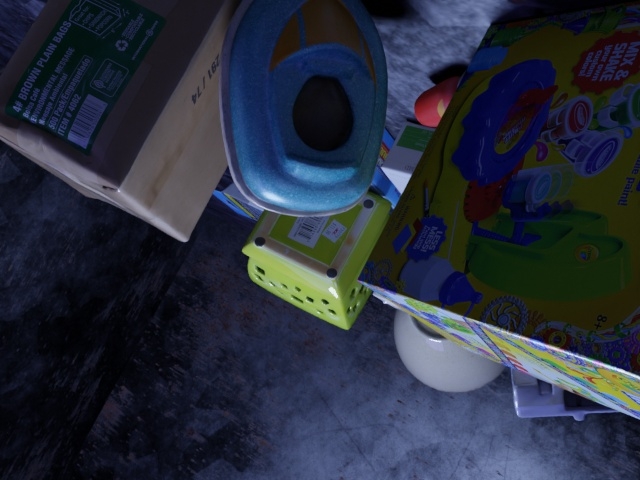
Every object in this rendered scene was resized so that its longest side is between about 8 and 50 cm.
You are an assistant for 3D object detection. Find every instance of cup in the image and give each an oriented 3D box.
[{"bbox_3d":[0.330,0.207,1.581,0.331,0.331,0.237,23,168,27],"label":"cup"}]

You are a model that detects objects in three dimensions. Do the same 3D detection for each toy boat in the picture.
[{"bbox_3d":[0.052,-0.161,0.658,0.319,0.267,0.148,-3,-177,-24],"label":"toy boat"}]

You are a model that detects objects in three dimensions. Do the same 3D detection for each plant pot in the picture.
[{"bbox_3d":[0.000,0.000,1.106,0.227,0.228,0.207,26,166,14],"label":"plant pot"}]

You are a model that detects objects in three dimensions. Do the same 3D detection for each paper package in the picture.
[{"bbox_3d":[-0.188,-0.194,0.733,0.168,0.324,0.309,26,171,5],"label":"paper package"}]

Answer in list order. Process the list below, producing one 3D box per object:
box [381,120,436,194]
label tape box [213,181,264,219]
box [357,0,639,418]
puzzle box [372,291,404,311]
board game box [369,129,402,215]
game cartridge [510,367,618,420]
[{"bbox_3d":[0.166,-0.112,0.927,0.101,0.087,0.102,22,170,34],"label":"box"},{"bbox_3d":[-0.160,-0.112,1.923,0.334,0.105,0.240,24,171,26],"label":"label tape box"},{"bbox_3d":[0.234,-0.028,0.520,0.177,0.289,0.279,34,169,-34],"label":"box"},{"bbox_3d":[0.259,0.000,0.675,0.052,0.272,0.409,34,170,-36],"label":"puzzle box"},{"bbox_3d":[0.018,-0.155,1.147,0.308,0.086,0.302,21,170,36],"label":"board game box"},{"bbox_3d":[0.395,0.103,0.688,0.356,0.068,0.230,-8,-162,17],"label":"game cartridge"}]
